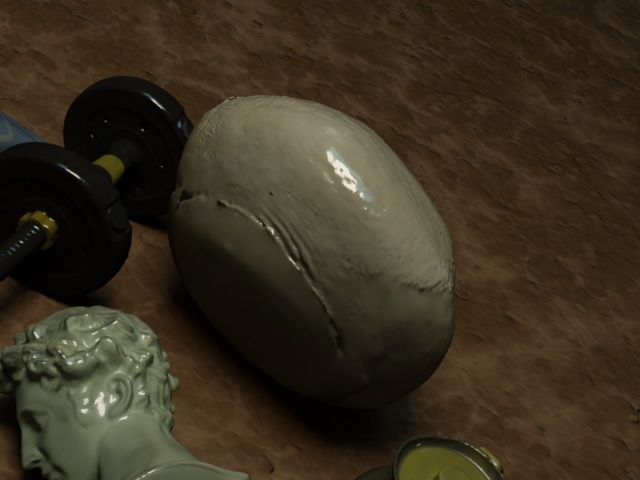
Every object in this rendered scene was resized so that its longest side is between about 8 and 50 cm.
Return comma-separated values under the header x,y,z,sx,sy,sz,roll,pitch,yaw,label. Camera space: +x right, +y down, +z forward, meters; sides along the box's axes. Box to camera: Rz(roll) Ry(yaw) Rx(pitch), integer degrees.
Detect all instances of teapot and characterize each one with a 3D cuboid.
x,y,z,sx,sy,sz,roll,pitch,yaw,label
0.090,0.212,0.804,0.130,0.119,0.165,42,40,21,teapot

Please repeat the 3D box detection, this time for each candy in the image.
x,y,z,sx,sy,sz,roll,pitch,yaw,label
0.000,0.000,0.887,0.295,0.296,0.185,39,54,19,candy

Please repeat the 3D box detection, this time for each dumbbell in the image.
x,y,z,sx,sy,sz,roll,pitch,yaw,label
-0.205,-0.053,0.943,0.143,0.143,0.325,28,37,5,dumbbell

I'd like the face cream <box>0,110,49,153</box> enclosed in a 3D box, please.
x,y,z,sx,sy,sz,roll,pitch,yaw,label
-0.366,-0.098,0.893,0.135,0.086,0.385,34,15,5,face cream

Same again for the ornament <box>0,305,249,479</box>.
x,y,z,sx,sy,sz,roll,pitch,yaw,label
-0.132,0.163,0.743,0.130,0.120,0.285,-10,50,-39,ornament
